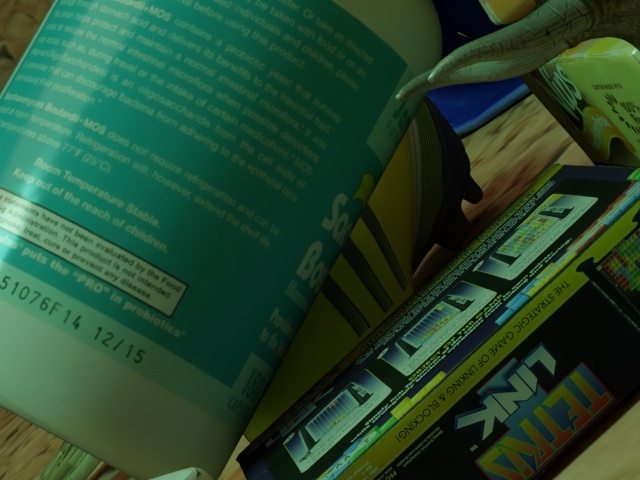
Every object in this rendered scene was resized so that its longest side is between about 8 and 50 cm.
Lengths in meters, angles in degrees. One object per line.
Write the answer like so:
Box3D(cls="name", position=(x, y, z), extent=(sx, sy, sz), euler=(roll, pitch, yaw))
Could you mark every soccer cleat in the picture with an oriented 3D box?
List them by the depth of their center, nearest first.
Box3D(cls="soccer cleat", position=(-0.001, 0.000, 0.816), extent=(0.093, 0.121, 0.289), euler=(-36, 13, 28))

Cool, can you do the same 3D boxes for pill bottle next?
Box3D(cls="pill bottle", position=(-0.047, -0.045, 0.682), extent=(0.264, 0.146, 0.146), euler=(-61, 12, -9))

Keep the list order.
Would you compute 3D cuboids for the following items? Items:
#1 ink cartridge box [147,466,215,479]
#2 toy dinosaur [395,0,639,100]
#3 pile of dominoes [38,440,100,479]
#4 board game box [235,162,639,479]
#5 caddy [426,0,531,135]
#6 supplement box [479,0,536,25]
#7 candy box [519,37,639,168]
Box3D(cls="ink cartridge box", position=(-0.050, 0.126, 0.462), extent=(0.061, 0.104, 0.181), euler=(-45, 8, -28))
Box3D(cls="toy dinosaur", position=(0.187, -0.089, 0.448), extent=(0.313, 0.121, 0.160), euler=(6, 78, 29))
Box3D(cls="pile of dominoes", position=(-0.141, 0.098, 1.009), extent=(0.251, 0.040, 0.196), euler=(-50, 8, 36))
Box3D(cls="board game box", position=(0.052, 0.047, 0.605), extent=(0.170, 0.048, 0.141), euler=(-42, 6, -3))
Box3D(cls="caddy", position=(0.086, -0.209, 1.133), extent=(0.341, 0.241, 0.179), euler=(-34, 5, 46))
Box3D(cls="supplement box", position=(0.136, -0.172, 0.594), extent=(0.233, 0.078, 0.080), euler=(-37, -7, 38))
Box3D(cls="candy box", position=(0.227, -0.140, 0.628), extent=(0.316, 0.087, 0.183), euler=(-42, 8, -1))
